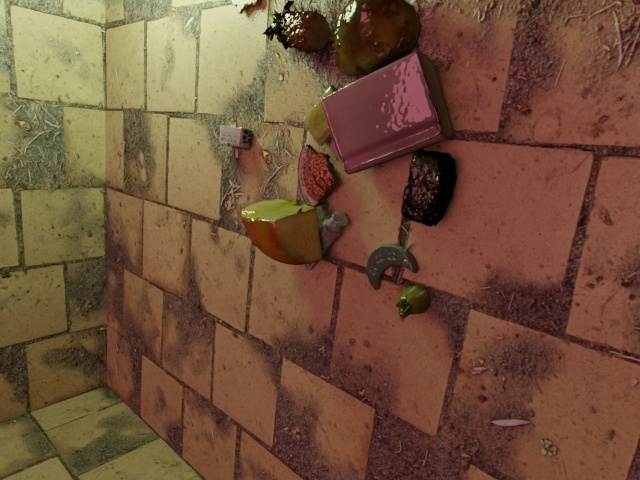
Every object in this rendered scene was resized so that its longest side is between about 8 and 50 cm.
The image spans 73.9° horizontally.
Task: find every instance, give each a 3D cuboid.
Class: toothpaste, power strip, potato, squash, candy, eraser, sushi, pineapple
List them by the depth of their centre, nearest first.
[{"bbox_3d":[0.334,-0.158,1.293,0.127,0.124,0.224,20,103,37],"label":"sushi"},{"bbox_3d":[0.204,-0.391,1.344,0.359,0.122,0.272,-16,96,38],"label":"eraser"},{"bbox_3d":[0.136,-0.666,1.350,0.300,0.196,0.246,-12,87,42],"label":"potato"},{"bbox_3d":[0.282,0.204,1.379,0.105,0.132,0.105,8,103,38],"label":"squash"},{"bbox_3d":[0.243,0.076,1.454,0.216,0.044,0.137,-34,73,38],"label":"power strip"},{"bbox_3d":[-0.099,-0.793,1.577,0.310,0.141,0.170,35,122,40],"label":"pineapple"},{"bbox_3d":[0.000,0.000,1.642,0.114,0.073,0.299,59,136,16],"label":"toothpaste"},{"bbox_3d":[-0.377,-0.458,1.890,0.160,0.073,0.092,18,103,38],"label":"candy"}]

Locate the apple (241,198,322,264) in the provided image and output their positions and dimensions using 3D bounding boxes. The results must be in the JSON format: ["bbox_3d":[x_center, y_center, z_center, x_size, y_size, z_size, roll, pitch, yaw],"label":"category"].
[{"bbox_3d":[-0.149,-0.049,1.634,0.309,0.314,0.252,12,70,50],"label":"apple"}]

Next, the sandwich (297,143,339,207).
[{"bbox_3d":[-0.010,-0.251,1.610,0.159,0.079,0.234,-23,84,30],"label":"sandwich"}]

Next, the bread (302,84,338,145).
[{"bbox_3d":[0.026,-0.455,1.555,0.178,0.060,0.139,-42,70,35],"label":"bread"}]

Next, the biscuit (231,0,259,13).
[{"bbox_3d":[-0.329,-1.056,1.793,0.250,0.035,0.162,48,118,24],"label":"biscuit"}]
